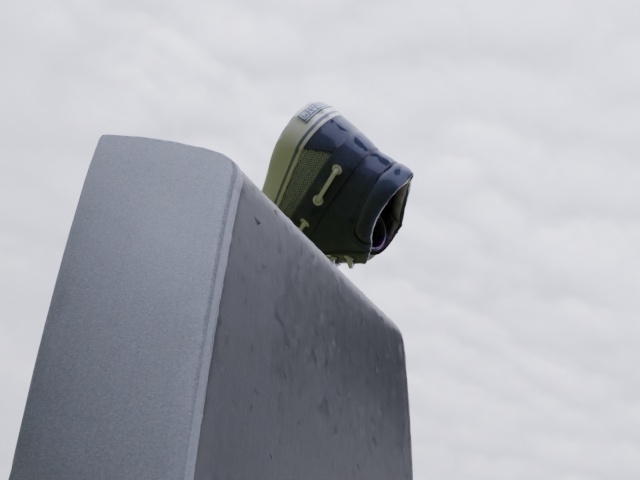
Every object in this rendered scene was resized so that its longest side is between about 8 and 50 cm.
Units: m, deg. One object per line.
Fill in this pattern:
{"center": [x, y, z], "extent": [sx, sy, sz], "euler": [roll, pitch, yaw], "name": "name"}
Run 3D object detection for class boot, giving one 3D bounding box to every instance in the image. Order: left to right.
{"center": [0.000, 0.000, 0.814], "extent": [0.086, 0.069, 0.190], "euler": [39, -38, 18], "name": "boot"}

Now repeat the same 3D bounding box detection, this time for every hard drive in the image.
{"center": [-0.025, 0.107, 0.364], "extent": [0.054, 0.254, 0.172], "euler": [-12, -34, 26], "name": "hard drive"}
